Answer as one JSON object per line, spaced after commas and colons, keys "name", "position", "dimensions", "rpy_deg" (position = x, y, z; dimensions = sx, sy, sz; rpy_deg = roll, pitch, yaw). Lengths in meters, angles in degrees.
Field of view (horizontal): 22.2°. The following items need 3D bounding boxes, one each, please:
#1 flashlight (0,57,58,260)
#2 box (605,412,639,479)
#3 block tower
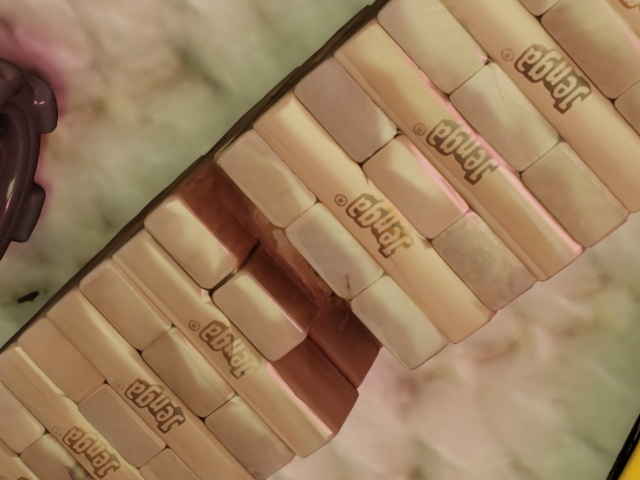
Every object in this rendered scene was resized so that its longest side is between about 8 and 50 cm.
{"name": "flashlight", "position": [-0.249, -0.061, 0.574], "dimensions": [0.304, 0.103, 0.103], "rpy_deg": [19, 123, 10]}
{"name": "box", "position": [0.238, 0.141, 0.507], "dimensions": [0.322, 0.079, 0.257], "rpy_deg": [25, 119, 8]}
{"name": "block tower", "position": [0.000, 0.000, 0.517], "dimensions": [0.335, 0.097, 0.091], "rpy_deg": [-39, 97, 29]}
